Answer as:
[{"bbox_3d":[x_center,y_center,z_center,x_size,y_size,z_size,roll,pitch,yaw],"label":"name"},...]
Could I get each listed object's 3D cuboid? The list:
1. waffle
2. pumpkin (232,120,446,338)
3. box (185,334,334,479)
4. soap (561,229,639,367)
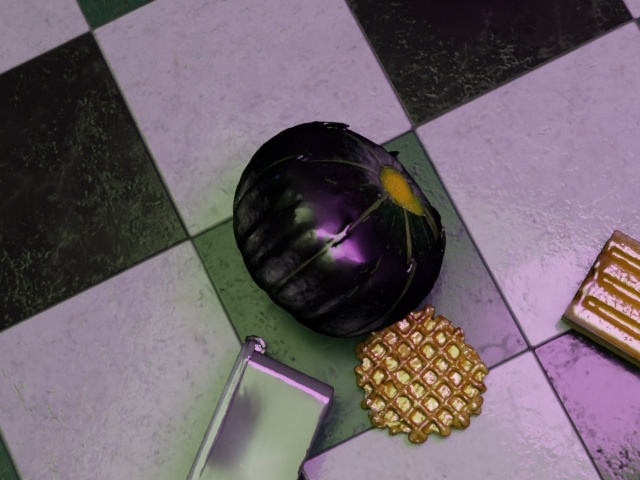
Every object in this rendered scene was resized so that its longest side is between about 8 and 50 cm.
[{"bbox_3d":[0.133,0.184,1.764,0.191,0.038,0.191,-1,77,4],"label":"waffle"},{"bbox_3d":[0.000,0.000,1.708,0.296,0.296,0.295,-1,78,4],"label":"pumpkin"},{"bbox_3d":[-0.081,0.259,1.710,0.135,0.163,0.243,22,79,0],"label":"box"},{"bbox_3d":[0.456,0.104,1.739,0.232,0.073,0.140,31,83,10],"label":"soap"}]
